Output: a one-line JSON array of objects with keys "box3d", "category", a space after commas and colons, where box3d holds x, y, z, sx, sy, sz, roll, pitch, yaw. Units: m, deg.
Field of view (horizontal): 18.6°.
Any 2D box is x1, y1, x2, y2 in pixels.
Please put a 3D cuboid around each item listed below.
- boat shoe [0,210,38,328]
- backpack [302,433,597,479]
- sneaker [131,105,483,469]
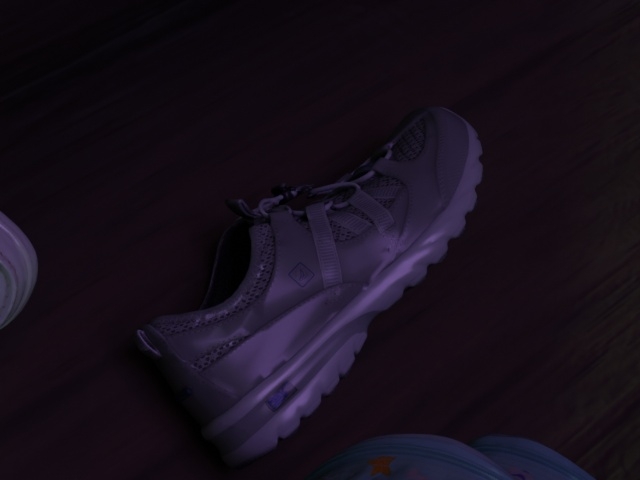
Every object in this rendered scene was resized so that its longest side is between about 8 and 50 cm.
[{"box3d": [-0.278, -0.002, 0.980, 0.277, 0.098, 0.096, 18, 17, -14], "category": "boat shoe"}, {"box3d": [0.078, 0.219, 1.049, 0.253, 0.225, 0.191, 33, 49, -5], "category": "backpack"}, {"box3d": [0.000, 0.000, 1.168, 0.115, 0.105, 0.281, 44, 54, -8], "category": "sneaker"}]
